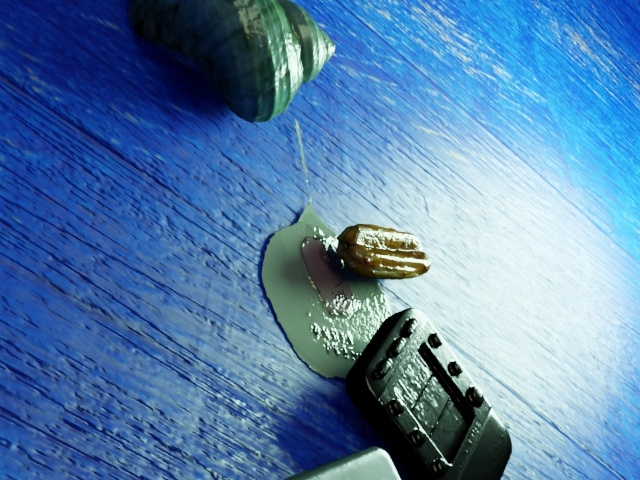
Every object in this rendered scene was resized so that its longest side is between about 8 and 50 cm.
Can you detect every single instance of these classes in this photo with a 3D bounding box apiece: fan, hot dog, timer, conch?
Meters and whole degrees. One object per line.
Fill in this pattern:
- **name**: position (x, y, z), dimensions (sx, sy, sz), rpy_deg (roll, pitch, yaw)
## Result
- **fan**: position (0.001, 0.000, 1.114), dimensions (0.182, 0.010, 0.310), rpy_deg (18, 49, -42)
- **hot dog**: position (0.064, 0.014, 1.140), dimensions (0.144, 0.038, 0.062), rpy_deg (6, 53, -54)
- **timer**: position (0.102, 0.167, 1.056), dimensions (0.187, 0.055, 0.144), rpy_deg (55, 36, -10)
- **conch**: position (-0.082, -0.202, 1.095), dimensions (0.188, 0.122, 0.176), rpy_deg (35, 14, -33)

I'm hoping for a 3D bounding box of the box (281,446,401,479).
- **box**: position (0.007, 0.256, 0.861), dimensions (0.230, 0.050, 0.160), rpy_deg (-7, 67, -54)
